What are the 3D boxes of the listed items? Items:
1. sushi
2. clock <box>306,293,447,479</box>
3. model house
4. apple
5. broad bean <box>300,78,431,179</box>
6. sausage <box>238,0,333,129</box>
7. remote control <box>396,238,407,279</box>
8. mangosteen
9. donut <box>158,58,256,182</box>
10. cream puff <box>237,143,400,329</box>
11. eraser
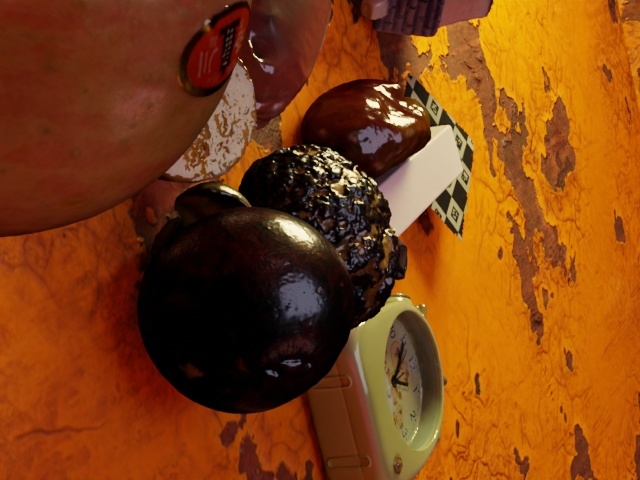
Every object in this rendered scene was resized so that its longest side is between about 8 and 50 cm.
[{"bbox_3d":[0.160,-0.127,2.165,0.210,0.040,0.192,43,47,-41],"label":"sushi"},{"bbox_3d":[0.088,0.189,1.885,0.308,0.096,0.235,-31,109,-61],"label":"clock"},{"bbox_3d":[0.134,-0.441,2.072,0.237,0.202,0.237,-22,141,-39],"label":"model house"},{"bbox_3d":[-0.257,-0.189,1.040,0.347,0.391,0.391,5,78,-48],"label":"apple"},{"bbox_3d":[0.061,-0.149,1.862,0.228,0.156,0.122,-38,121,-53],"label":"broad bean"},{"bbox_3d":[-0.070,-0.245,1.645,0.152,0.152,0.279,59,36,-37],"label":"sausage"},{"bbox_3d":[0.069,-0.008,1.973,0.212,0.028,0.059,40,46,-50],"label":"remote control"},{"bbox_3d":[-0.087,0.053,1.487,0.228,0.228,0.265,41,15,-51],"label":"mangosteen"},{"bbox_3d":[-0.161,-0.146,1.477,0.190,0.075,0.174,18,74,-37],"label":"donut"},{"bbox_3d":[0.000,0.000,1.679,0.239,0.165,0.239,-9,90,-71],"label":"cream puff"},{"bbox_3d":[0.104,-0.074,1.943,0.298,0.076,0.078,-41,118,-55],"label":"eraser"}]
